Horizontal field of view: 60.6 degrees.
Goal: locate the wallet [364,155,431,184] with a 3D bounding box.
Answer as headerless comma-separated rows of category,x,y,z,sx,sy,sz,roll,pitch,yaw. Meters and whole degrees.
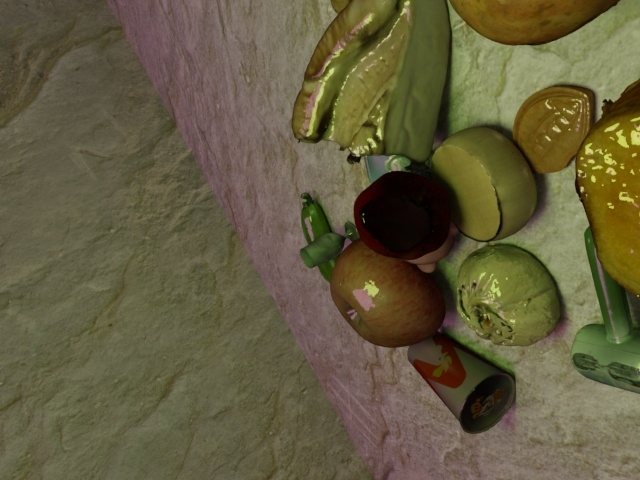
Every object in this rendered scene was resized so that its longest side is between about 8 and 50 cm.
wallet,0.181,-0.255,1.369,0.176,0.075,0.251,8,125,36

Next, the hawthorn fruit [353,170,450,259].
hawthorn fruit,0.180,-0.050,1.243,0.215,0.215,0.249,61,167,2

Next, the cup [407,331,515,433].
cup,0.387,0.387,1.582,0.288,0.203,0.203,40,150,55

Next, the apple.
apple,0.180,0.152,1.565,0.345,0.269,0.345,56,180,0

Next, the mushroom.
mushroom,0.107,-0.381,1.190,0.313,0.224,0.397,30,120,43

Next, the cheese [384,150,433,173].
cheese,0.215,-0.186,1.329,0.120,0.026,0.067,-4,122,17

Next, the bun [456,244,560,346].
bun,0.412,0.137,1.277,0.259,0.152,0.259,47,155,29

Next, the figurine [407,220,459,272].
figurine,0.261,-0.019,1.403,0.173,0.173,0.173,46,152,33

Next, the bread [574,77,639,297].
bread,0.523,-0.056,0.758,0.358,0.204,0.337,64,161,-14

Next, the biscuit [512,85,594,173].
biscuit,0.425,-0.205,1.018,0.142,0.029,0.221,55,157,15

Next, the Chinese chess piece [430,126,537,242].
Chinese chess piece,0.341,-0.117,1.168,0.250,0.103,0.250,54,163,25

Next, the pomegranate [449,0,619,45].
pomegranate,0.305,-0.407,0.739,0.281,0.281,0.281,46,152,33

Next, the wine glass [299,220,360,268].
wine glass,0.031,0.017,1.861,0.093,0.202,0.093,46,151,34

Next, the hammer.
hammer,0.556,0.124,1.031,0.206,0.118,0.336,2,111,63

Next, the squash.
squash,0.000,0.000,2.043,0.101,0.101,0.379,17,129,59

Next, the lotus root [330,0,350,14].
lotus root,0.053,-0.598,1.306,0.072,0.063,0.152,57,162,35
